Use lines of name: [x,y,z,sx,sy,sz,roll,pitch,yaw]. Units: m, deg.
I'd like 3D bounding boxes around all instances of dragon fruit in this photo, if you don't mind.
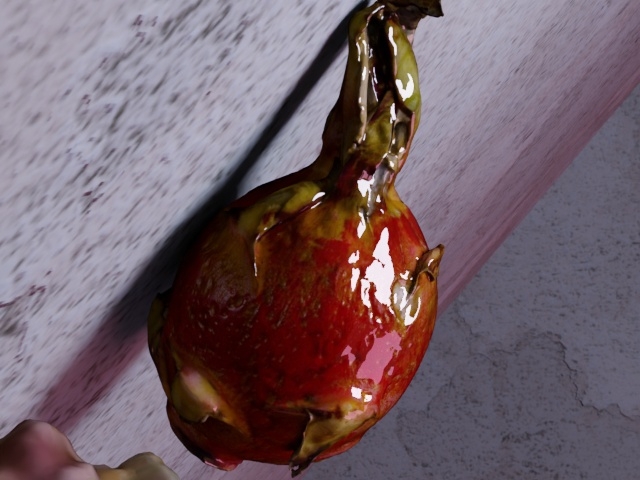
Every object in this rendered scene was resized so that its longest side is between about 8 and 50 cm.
dragon fruit: [0.000,0.000,0.705,0.125,0.125,0.246,-11,127,-56]

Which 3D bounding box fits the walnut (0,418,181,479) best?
walnut: [-0.085,0.145,0.472,0.141,0.204,0.238,-21,173,2]
